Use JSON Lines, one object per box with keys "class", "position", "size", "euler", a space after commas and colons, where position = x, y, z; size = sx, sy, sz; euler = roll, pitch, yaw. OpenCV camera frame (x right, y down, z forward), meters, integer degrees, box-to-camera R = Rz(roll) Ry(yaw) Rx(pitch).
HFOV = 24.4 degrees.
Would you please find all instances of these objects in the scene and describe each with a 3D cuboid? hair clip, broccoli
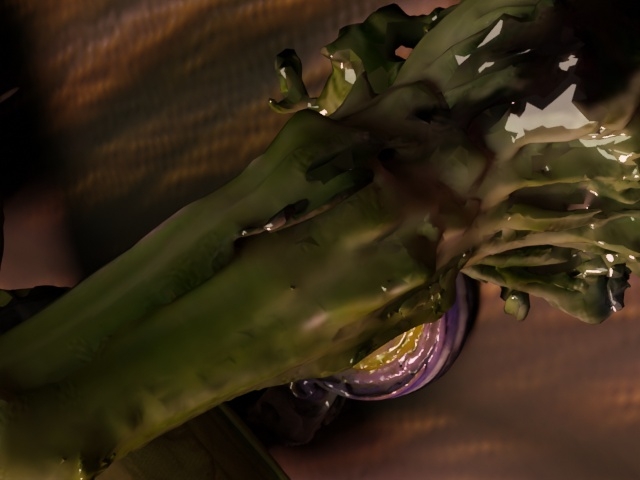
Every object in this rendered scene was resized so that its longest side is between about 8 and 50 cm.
{"class": "hair clip", "position": [0.015, 0.026, 0.699], "size": [0.116, 0.049, 0.172], "euler": [32, 123, 10]}
{"class": "broccoli", "position": [0.004, 0.005, 0.509], "size": [0.165, 0.304, 0.145], "euler": [-11, 104, 63]}

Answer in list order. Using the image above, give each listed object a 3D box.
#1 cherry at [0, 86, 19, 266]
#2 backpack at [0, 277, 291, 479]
{"class": "cherry", "position": [-0.311, -0.032, 0.814], "size": [0.221, 0.307, 0.261], "euler": [-122, 15, -61]}
{"class": "backpack", "position": [-0.115, 0.115, 0.751], "size": [0.207, 0.140, 0.253], "euler": [54, 165, -19]}
